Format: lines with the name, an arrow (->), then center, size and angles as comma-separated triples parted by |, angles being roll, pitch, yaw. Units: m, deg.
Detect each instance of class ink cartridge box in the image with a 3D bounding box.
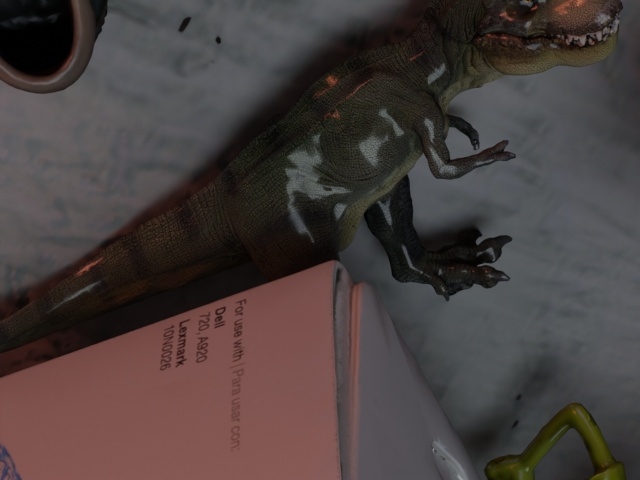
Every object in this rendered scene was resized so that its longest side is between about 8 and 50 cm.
ink cartridge box -> -0.075, 0.152, 0.574 | 0.278, 0.117, 0.201 | -19, 127, 15

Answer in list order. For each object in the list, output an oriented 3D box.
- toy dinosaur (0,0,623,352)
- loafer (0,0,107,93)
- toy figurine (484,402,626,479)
toy dinosaur -> 0.000, 0.000, 0.576 | 0.268, 0.064, 0.118 | -33, 123, 11
loafer -> -0.120, -0.157, 0.415 | 0.096, 0.084, 0.268 | -26, 126, 1
toy figurine -> 0.100, 0.247, 0.749 | 0.362, 0.191, 0.217 | -49, 151, 19
